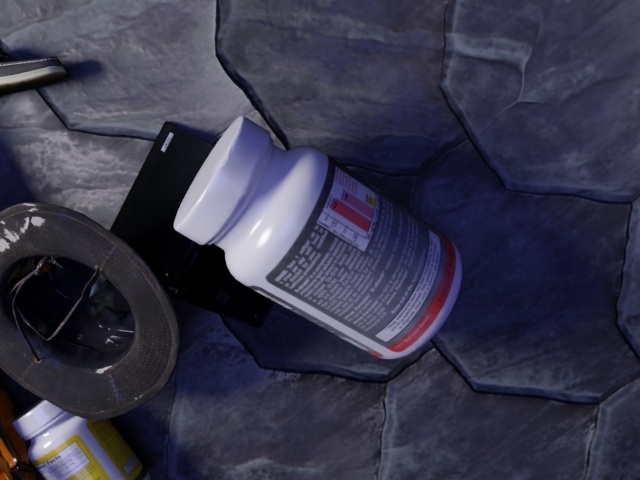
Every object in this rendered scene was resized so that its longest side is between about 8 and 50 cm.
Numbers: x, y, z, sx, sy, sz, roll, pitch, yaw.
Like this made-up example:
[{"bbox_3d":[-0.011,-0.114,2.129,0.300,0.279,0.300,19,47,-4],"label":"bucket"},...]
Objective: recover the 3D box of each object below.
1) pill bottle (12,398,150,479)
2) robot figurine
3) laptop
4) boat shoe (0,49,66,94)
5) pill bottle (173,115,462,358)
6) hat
[{"bbox_3d":[-0.375,0.334,0.831,0.119,0.119,0.209,-33,96,0],"label":"pill bottle"},{"bbox_3d":[-0.503,0.308,0.784,0.085,0.211,0.291,-30,86,-10],"label":"robot figurine"},{"bbox_3d":[-0.172,-0.021,0.860,0.264,0.136,0.234,26,95,-31],"label":"laptop"},{"bbox_3d":[-0.498,-0.254,0.786,0.223,0.080,0.074,-11,101,2],"label":"boat shoe"},{"bbox_3d":[0.000,0.000,0.736,0.363,0.210,0.210,32,93,-20],"label":"pill bottle"},{"bbox_3d":[-0.343,0.090,0.776,0.331,0.134,0.332,2,107,7],"label":"hat"}]
